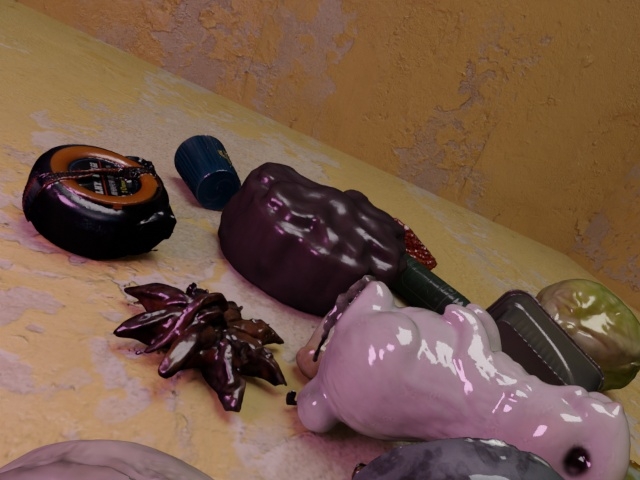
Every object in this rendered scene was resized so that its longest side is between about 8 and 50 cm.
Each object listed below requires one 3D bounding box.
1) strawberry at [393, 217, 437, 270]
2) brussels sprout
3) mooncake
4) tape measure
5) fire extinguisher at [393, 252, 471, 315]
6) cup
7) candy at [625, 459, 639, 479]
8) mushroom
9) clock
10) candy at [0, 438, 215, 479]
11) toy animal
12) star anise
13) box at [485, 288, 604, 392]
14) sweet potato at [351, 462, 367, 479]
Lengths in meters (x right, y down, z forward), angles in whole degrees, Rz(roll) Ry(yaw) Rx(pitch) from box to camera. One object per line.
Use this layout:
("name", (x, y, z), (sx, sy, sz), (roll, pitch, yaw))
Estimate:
("strawberry", (0.192, 0.020, 1.352), (0.236, 0.106, 0.175), (28, -24, 34))
("brussels sprout", (0.672, 0.235, 1.275), (0.317, 0.242, 0.273), (19, 45, -11))
("mooncake", (0.000, 0.000, 1.020), (0.381, 0.212, 0.350), (9, 33, -38))
("tape measure", (-0.358, -0.064, 0.803), (0.223, 0.135, 0.202), (7, 38, -40))
("fire extinguisher", (0.260, 0.133, 1.173), (0.114, 0.095, 0.311), (-15, 44, -44))
("cup", (-0.255, -0.149, 1.185), (0.176, 0.131, 0.155), (44, 7, -47))
("candy", (0.435, 0.410, 0.681), (0.260, 0.118, 0.260), (22, 22, -9))
("mushroom", (0.059, 0.155, 0.831), (0.103, 0.118, 0.270), (-7, -5, 41))
("clock", (0.125, 0.278, 0.444), (0.226, 0.226, 0.049), (25, 25, -7))
("candy", (-0.126, 0.250, 0.239), (0.296, 0.185, 0.295), (-2, 39, 1))
("toy animal", (0.157, 0.204, 0.596), (0.357, 0.257, 0.194), (31, -7, 38))
("star anise", (-0.149, 0.111, 0.681), (0.272, 0.102, 0.272), (26, 17, -8))
("box", (0.453, 0.243, 1.039), (0.274, 0.138, 0.178), (49, 30, 20))
("sweet potato", (0.142, 0.334, 0.572), (0.233, 0.062, 0.081), (24, 4, -2))
